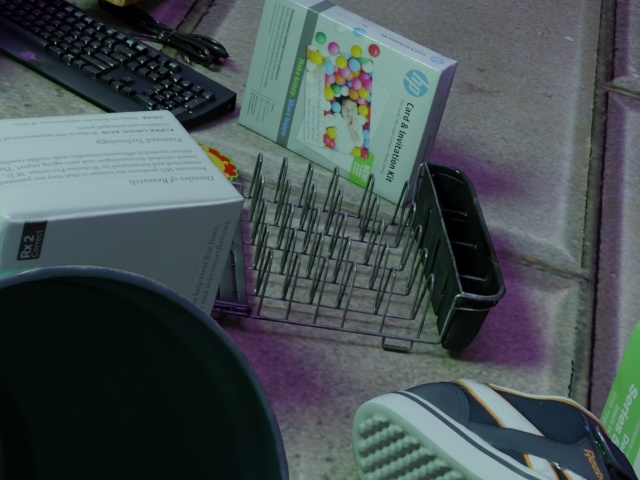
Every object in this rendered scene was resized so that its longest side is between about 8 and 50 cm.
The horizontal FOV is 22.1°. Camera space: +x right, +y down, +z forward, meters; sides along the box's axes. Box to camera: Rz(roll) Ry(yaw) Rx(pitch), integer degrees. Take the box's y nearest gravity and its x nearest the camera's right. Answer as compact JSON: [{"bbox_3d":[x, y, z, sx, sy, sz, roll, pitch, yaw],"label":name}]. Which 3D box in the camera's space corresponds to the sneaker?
[{"bbox_3d":[0.161,0.187,1.054,0.127,0.126,0.321,-14,40,-32],"label":"sneaker"}]

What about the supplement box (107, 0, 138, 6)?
[{"bbox_3d":[-0.192,-0.303,1.709,0.078,0.080,0.233,20,21,8],"label":"supplement box"}]

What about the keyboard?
[{"bbox_3d":[-0.214,-0.200,1.614,0.317,0.033,0.201,30,33,21],"label":"keyboard"}]

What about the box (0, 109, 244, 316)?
[{"bbox_3d":[-0.173,0.019,1.120,0.182,0.181,0.119,-6,39,-35],"label":"box"}]

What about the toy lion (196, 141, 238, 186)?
[{"bbox_3d":[-0.124,-0.073,1.448,0.096,0.034,0.100,0,33,-38],"label":"toy lion"}]

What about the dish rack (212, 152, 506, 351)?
[{"bbox_3d":[0.000,0.000,1.340,0.271,0.074,0.208,9,30,-11],"label":"dish rack"}]

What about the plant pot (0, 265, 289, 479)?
[{"bbox_3d":[-0.188,0.149,0.844,0.293,0.293,0.196,-13,14,-40],"label":"plant pot"}]

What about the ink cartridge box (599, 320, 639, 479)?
[{"bbox_3d":[0.352,0.177,1.168,0.198,0.115,0.273,2,33,-21],"label":"ink cartridge box"}]

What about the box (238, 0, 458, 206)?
[{"bbox_3d":[0.021,-0.134,1.501,0.186,0.145,0.038,28,35,19],"label":"box"}]
